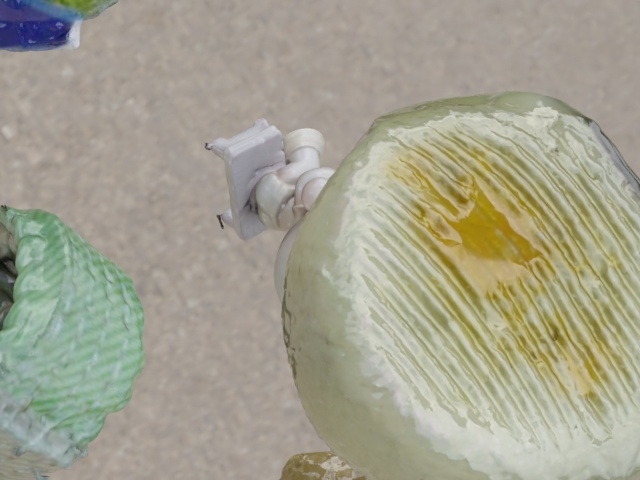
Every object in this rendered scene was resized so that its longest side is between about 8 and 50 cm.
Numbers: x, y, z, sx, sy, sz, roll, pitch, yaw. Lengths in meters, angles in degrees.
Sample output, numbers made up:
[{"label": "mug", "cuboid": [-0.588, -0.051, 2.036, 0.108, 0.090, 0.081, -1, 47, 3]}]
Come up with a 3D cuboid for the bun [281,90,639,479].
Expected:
[{"label": "bun", "cuboid": [0.092, 0.043, 0.962, 0.243, 0.153, 0.244, 3, 74, -12]}]

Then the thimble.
[{"label": "thimble", "cuboid": [-0.255, 0.084, 1.403, 0.150, 0.219, 0.219, 42, 40, -39]}]

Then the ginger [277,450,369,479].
[{"label": "ginger", "cuboid": [-0.008, 0.248, 1.574, 0.095, 0.190, 0.069, 41, 13, -36]}]

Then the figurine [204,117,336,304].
[{"label": "figurine", "cuboid": [-0.008, 0.000, 1.744, 0.144, 0.182, 0.257, -11, 46, -32]}]

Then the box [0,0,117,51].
[{"label": "box", "cuboid": [-0.192, -0.262, 1.339, 0.262, 0.291, 0.206, 44, 18, 10]}]
